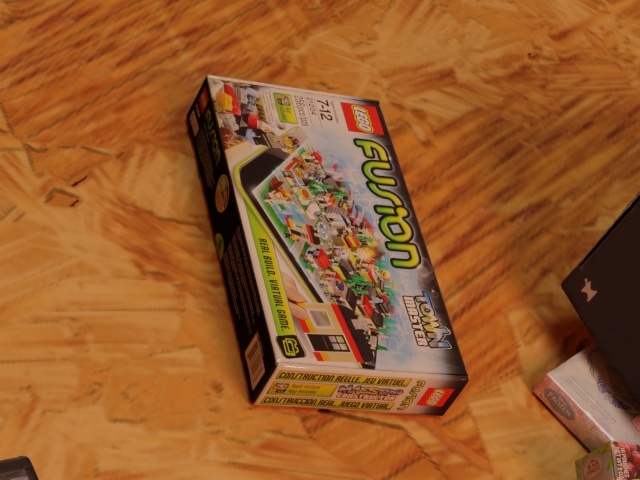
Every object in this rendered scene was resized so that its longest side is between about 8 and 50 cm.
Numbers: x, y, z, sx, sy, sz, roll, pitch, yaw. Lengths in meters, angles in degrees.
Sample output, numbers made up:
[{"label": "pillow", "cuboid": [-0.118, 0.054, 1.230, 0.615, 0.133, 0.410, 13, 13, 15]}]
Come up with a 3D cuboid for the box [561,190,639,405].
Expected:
[{"label": "box", "cuboid": [0.268, 0.015, 0.981, 0.207, 0.153, 0.108, -1, 49, -40]}]

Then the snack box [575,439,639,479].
[{"label": "snack box", "cuboid": [0.206, 0.161, 0.897, 0.141, 0.037, 0.100, 9, 62, -23]}]

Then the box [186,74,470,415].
[{"label": "box", "cuboid": [0.000, 0.000, 0.950, 0.114, 0.036, 0.207, 5, 48, -26]}]

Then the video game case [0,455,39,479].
[{"label": "video game case", "cuboid": [-0.177, 0.219, 0.641, 0.248, 0.035, 0.275, -7, 54, -34]}]

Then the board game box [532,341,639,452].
[{"label": "board game box", "cuboid": [0.179, 0.095, 0.972, 0.090, 0.020, 0.090, -25, 66, -44]}]
